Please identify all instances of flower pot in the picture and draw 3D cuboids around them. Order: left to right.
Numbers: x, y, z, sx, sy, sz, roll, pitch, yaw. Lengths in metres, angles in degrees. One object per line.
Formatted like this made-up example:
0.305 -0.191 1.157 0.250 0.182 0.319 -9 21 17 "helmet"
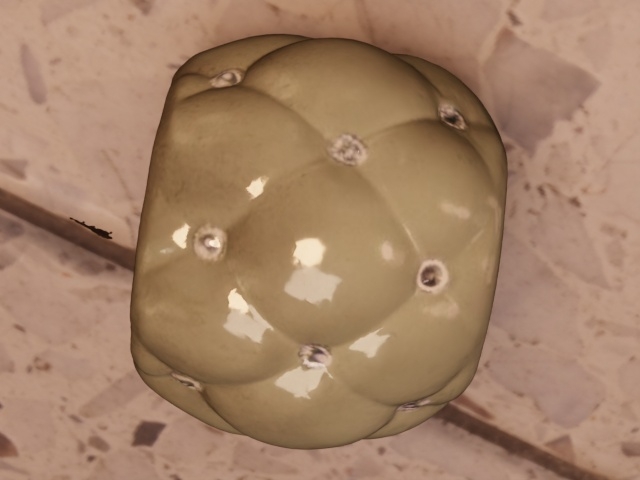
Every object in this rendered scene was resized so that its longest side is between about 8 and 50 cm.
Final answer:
0.000 0.000 1.002 0.195 0.246 0.246 7 126 0 "flower pot"
